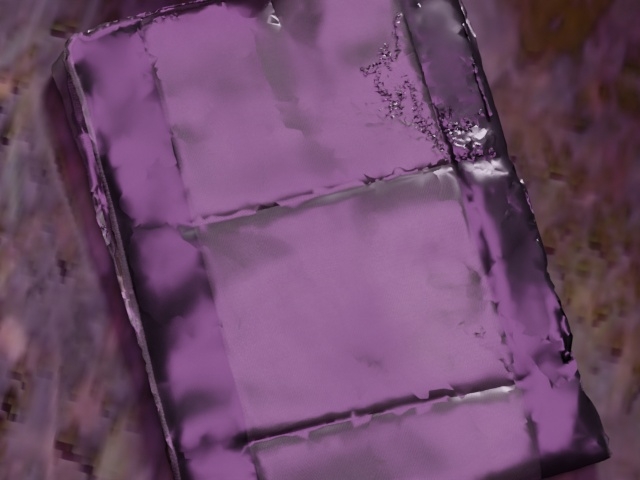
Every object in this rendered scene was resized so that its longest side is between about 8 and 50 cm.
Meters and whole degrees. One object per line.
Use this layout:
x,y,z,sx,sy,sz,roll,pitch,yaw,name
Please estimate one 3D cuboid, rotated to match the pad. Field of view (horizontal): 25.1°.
0.000,0.000,0.577,0.174,0.022,0.233,-15,76,-7,pad
